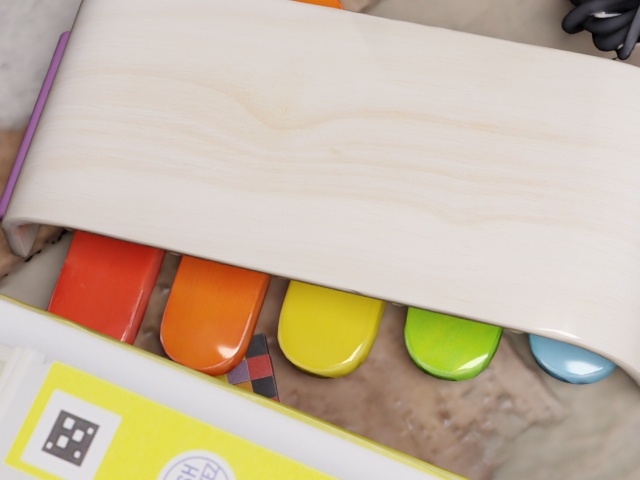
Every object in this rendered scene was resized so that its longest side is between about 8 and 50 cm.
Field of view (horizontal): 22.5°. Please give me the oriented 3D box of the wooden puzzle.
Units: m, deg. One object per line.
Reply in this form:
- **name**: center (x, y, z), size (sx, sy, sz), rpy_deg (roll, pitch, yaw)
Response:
- **wooden puzzle**: center (-0.042, 0.070, 0.691), size (0.049, 0.006, 0.083), rpy_deg (-14, 70, 6)

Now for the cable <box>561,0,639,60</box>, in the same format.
- **cable**: center (0.171, -0.143, 0.662), size (0.150, 0.047, 0.184), rpy_deg (-1, 49, 46)

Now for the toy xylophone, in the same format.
- **toy xylophone**: center (0.000, 0.000, 0.664), size (0.322, 0.081, 0.236), rpy_deg (21, 75, 16)

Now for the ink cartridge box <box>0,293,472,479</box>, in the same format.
- **ink cartridge box**: center (-0.024, 0.109, 0.517), size (0.307, 0.304, 0.072), rpy_deg (23, 74, 16)
